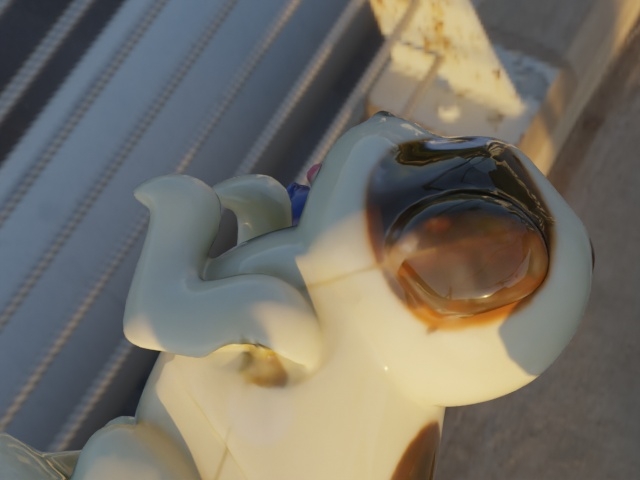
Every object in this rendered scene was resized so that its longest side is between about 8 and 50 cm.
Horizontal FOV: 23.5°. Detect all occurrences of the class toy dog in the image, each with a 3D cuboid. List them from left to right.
[{"bbox_3d":[0.008,0.097,1.064,0.395,0.284,0.408,45,104,28],"label":"toy dog"}]

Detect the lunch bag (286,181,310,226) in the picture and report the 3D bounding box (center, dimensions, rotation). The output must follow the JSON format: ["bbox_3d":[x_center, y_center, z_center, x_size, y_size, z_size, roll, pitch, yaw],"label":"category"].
[{"bbox_3d":[0.000,0.000,1.408,0.065,0.098,0.067,11,54,20],"label":"lunch bag"}]
